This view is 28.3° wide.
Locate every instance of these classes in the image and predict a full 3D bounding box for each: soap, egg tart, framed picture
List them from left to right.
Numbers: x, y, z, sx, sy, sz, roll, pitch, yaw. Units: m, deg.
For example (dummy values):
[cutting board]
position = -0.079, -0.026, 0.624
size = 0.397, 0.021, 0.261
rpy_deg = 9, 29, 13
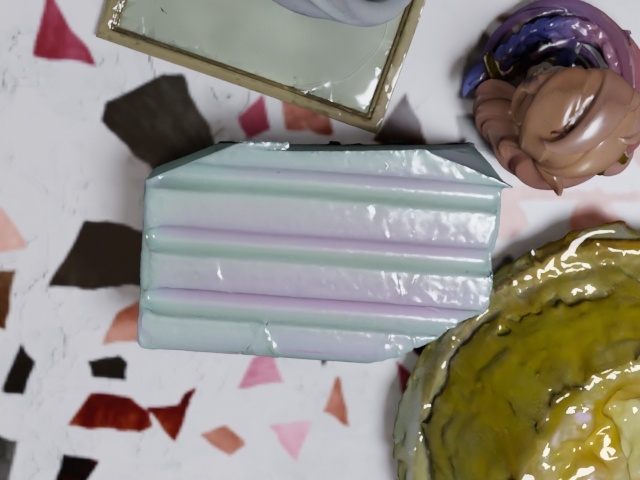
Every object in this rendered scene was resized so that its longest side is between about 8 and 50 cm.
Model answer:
[framed picture]
position = -0.033, -0.167, 0.845
size = 0.200, 0.010, 0.136
rpy_deg = 19, 100, -4
[soap]
position = 0.000, 0.000, 0.837
size = 0.230, 0.091, 0.145
rpy_deg = 4, 103, -2
[egg tart]
position = 0.202, 0.145, 0.852
size = 0.314, 0.120, 0.315
rpy_deg = 0, 100, -2

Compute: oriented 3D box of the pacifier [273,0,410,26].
[pacifier]
position = -0.030, -0.259, 0.737
size = 0.244, 0.233, 0.299
rpy_deg = -56, 141, -20

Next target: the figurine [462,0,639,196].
[figurine]
position = 0.155, -0.077, 0.803
size = 0.126, 0.157, 0.114
rpy_deg = 18, 121, -9
